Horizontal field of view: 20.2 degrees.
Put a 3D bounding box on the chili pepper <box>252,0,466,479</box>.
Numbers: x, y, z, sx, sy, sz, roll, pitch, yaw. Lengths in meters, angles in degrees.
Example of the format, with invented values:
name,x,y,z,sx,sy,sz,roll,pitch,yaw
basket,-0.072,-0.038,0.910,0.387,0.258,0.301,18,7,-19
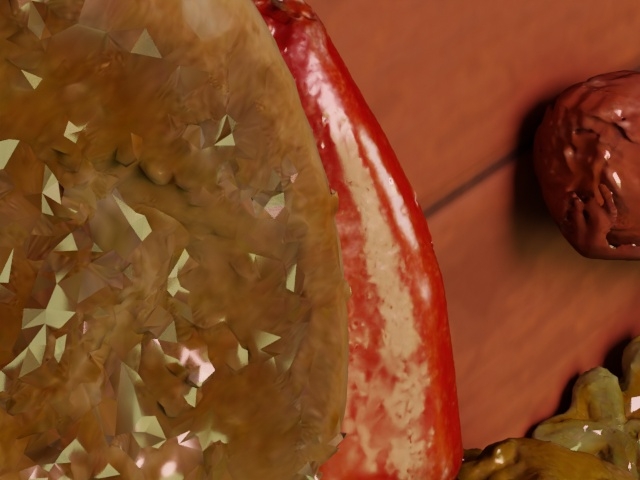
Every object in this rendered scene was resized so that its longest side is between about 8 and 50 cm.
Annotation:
name,x,y,z,sx,sy,sz,roll,pitch,yaw
chili pepper,-0.004,0.000,0.561,0.088,0.065,0.169,-14,109,-17

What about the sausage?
name,x,y,z,sx,sy,sz,roll,pitch,yaw
sausage,0.136,-0.025,0.695,0.141,0.076,0.076,6,99,-48

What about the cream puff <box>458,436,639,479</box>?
name,x,y,z,sx,sy,sz,roll,pitch,yaw
cream puff,0.045,0.123,0.624,0.146,0.116,0.146,-60,172,-14

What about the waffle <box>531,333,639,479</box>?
name,x,y,z,sx,sy,sz,roll,pitch,yaw
waffle,0.176,0.136,0.721,0.208,0.214,0.054,-45,171,-14

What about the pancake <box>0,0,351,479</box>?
name,x,y,z,sx,sy,sz,roll,pitch,yaw
pancake,-0.127,0.070,0.413,0.382,0.071,0.382,-12,107,-41
